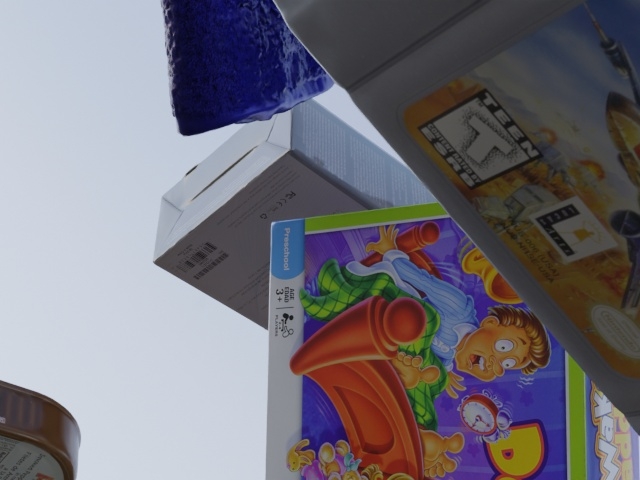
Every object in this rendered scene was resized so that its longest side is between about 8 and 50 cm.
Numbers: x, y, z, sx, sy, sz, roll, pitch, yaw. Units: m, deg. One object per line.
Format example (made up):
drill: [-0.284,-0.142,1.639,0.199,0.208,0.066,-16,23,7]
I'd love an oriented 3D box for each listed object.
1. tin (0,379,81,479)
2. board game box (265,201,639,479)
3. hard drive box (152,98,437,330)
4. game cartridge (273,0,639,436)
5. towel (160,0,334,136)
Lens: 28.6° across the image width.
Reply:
tin: [-0.230,0.115,0.725,0.190,0.040,0.106,23,-48,-29]
board game box: [0.078,0.151,0.790,0.233,0.347,0.078,-7,-13,37]
hard drive box: [0.000,0.000,1.107,0.232,0.089,0.181,34,-54,-29]
game cartridge: [0.125,-0.029,0.428,0.297,0.062,0.198,48,-27,-9]
towel: [-0.047,-0.240,0.867,0.076,0.227,0.308,0,-73,18]
